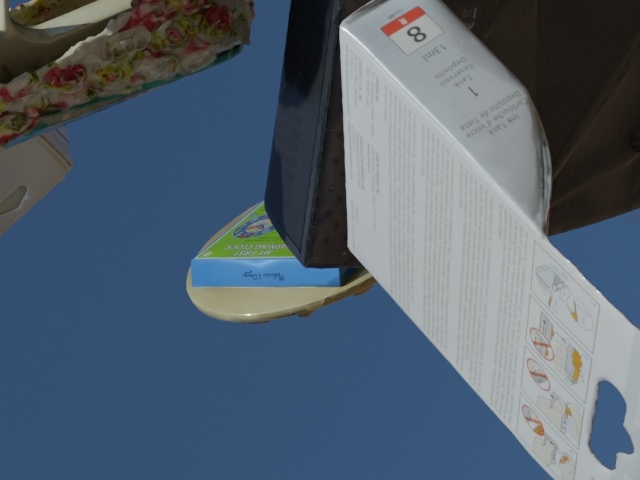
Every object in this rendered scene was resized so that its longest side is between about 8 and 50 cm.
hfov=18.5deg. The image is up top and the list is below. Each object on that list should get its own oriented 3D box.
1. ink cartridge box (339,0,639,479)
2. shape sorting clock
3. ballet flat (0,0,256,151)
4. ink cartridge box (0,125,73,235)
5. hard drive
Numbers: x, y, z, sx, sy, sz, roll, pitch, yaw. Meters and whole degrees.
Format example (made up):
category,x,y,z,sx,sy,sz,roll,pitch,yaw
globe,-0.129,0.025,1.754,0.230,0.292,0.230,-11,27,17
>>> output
category,x,y,z,sx,sy,sz,roll,pitch,yaw
ink cartridge box,0.075,0.010,0.720,0.045,0.179,0.145,-34,-30,-19
shape sorting clock,0.000,0.000,1.420,0.206,0.206,0.040,-30,-66,-24
ballet flat,-0.141,-0.081,0.853,0.241,0.091,0.077,-27,-52,-17
ink cartridge box,-0.269,-0.066,1.646,0.109,0.150,0.063,-42,-71,5
hard drive,0.081,-0.083,0.908,0.255,0.054,0.172,-11,-63,-42
